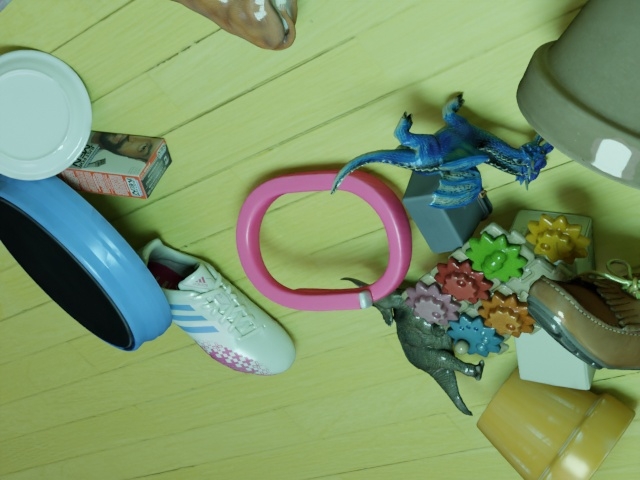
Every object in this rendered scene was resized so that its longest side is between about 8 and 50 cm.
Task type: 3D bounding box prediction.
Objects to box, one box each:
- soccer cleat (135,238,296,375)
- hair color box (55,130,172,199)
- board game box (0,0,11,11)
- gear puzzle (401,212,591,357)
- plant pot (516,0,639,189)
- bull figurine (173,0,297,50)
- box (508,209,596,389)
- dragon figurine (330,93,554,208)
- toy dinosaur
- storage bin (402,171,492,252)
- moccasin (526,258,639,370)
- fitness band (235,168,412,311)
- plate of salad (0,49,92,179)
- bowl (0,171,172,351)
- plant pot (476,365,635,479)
[{"bbox_3d":[-0.181,0.116,2.071,0.331,0.116,0.143,31,146,-2],"label":"soccer cleat"},{"bbox_3d":[-0.330,-0.121,1.924,0.167,0.093,0.053,8,137,22],"label":"hair color box"},{"bbox_3d":[-0.543,-0.502,1.655,0.319,0.066,0.318,28,140,0],"label":"board game box"},{"bbox_3d":[0.255,0.066,1.685,0.175,0.044,0.339,37,140,-8],"label":"gear puzzle"},{"bbox_3d":[0.379,-0.208,1.339,0.263,0.263,0.229,24,123,4],"label":"plant pot"},{"bbox_3d":[-0.157,-0.359,1.564,0.310,0.101,0.188,27,139,2],"label":"bull figurine"},{"bbox_3d":[0.338,0.089,1.771,0.113,0.094,0.275,8,137,23],"label":"box"},{"bbox_3d":[0.165,-0.100,1.584,0.144,0.289,0.085,53,150,32],"label":"dragon figurine"},{"bbox_3d":[0.175,0.146,1.934,0.160,0.121,0.313,5,141,42],"label":"toy dinosaur"},{"bbox_3d":[0.177,-0.051,1.715,0.098,0.091,0.135,-8,129,35],"label":"storage bin"},{"bbox_3d":[0.410,0.097,1.605,0.380,0.139,0.147,18,112,-38],"label":"moccasin"},{"bbox_3d":[0.000,0.000,1.823,0.291,0.054,0.209,-3,100,33],"label":"fitness band"},{"bbox_3d":[-0.449,-0.193,1.888,0.200,0.048,0.199,0,97,2],"label":"plate of salad"},{"bbox_3d":[-0.414,0.033,2.040,0.391,0.077,0.391,36,157,18],"label":"bowl"},{"bbox_3d":[0.357,0.295,1.921,0.188,0.205,0.205,37,142,14],"label":"plant pot"}]
